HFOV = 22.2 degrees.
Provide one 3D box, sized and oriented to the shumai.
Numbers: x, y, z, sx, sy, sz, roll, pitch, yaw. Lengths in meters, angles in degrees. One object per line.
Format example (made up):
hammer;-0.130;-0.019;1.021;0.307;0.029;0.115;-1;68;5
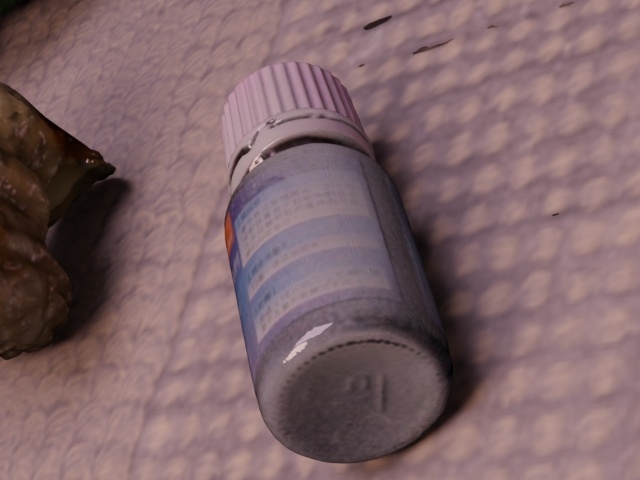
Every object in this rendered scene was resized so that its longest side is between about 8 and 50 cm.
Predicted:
shumai;-0.205;-0.016;0.898;0.153;0.161;0.209;-63;19;-12

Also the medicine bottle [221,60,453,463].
medicine bottle;0.000;0.000;0.719;0.083;0.083;0.203;-36;37;19

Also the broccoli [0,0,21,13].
broccoli;-0.275;-0.280;1.131;0.270;0.270;0.270;-9;30;5
